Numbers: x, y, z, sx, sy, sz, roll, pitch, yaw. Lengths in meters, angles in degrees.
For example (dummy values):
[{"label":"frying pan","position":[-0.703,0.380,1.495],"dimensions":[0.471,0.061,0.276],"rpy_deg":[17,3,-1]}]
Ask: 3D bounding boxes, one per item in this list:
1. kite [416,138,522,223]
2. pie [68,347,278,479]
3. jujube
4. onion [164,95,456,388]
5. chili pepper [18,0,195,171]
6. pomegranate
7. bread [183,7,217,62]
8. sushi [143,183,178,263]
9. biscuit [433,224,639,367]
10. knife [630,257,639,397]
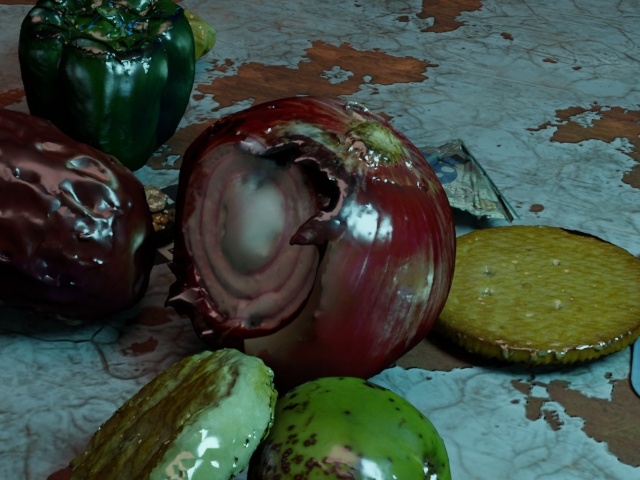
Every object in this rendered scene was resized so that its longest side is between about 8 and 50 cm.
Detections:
[{"label":"kite","position":[0.112,-0.082,1.777],"dimensions":[0.406,0.014,0.368],"rpy_deg":[16,31,29]},{"label":"pie","position":[-0.162,0.216,1.115],"dimensions":[0.078,0.296,0.371],"rpy_deg":[47,38,-10]},{"label":"jujube","position":[-0.373,-0.042,1.490],"dimensions":[0.376,0.258,0.258],"rpy_deg":[14,35,15]},{"label":"onion","position":[0.001,-0.008,1.407],"dimensions":[0.341,0.341,0.341],"rpy_deg":[2,33,-1]},{"label":"chili pepper","position":[-0.306,-0.232,1.785],"dimensions":[0.233,0.257,0.248],"rpy_deg":[20,38,17]},{"label":"pomegranate","position":[-0.003,0.241,1.153],"dimensions":[0.248,0.214,0.214],"rpy_deg":[-24,26,22]},{"label":"bread","position":[-0.267,-0.290,2.020],"dimensions":[0.098,0.087,0.269],"rpy_deg":[31,39,5]},{"label":"sushi","position":[-0.225,-0.037,1.677],"dimensions":[0.279,0.043,0.192],"rpy_deg":[-12,35,-21]},{"label":"biscuit","position":[0.265,0.066,1.547],"dimensions":[0.305,0.038,0.305],"rpy_deg":[-1,30,1]},{"label":"knife","position":[0.404,0.100,1.535],"dimensions":[0.044,0.019,0.313],"rpy_deg":[12,36,10]}]
